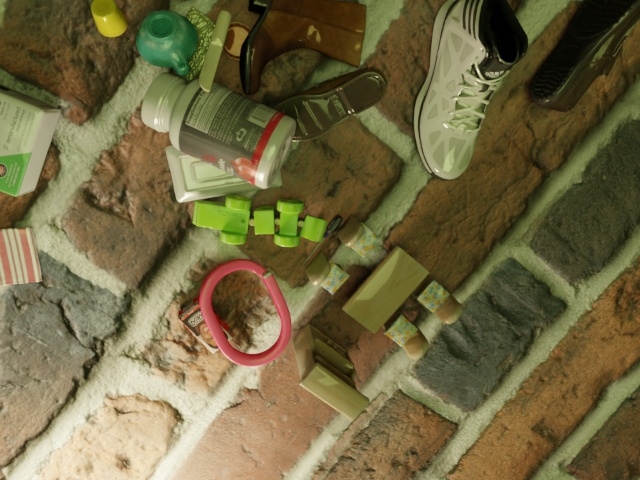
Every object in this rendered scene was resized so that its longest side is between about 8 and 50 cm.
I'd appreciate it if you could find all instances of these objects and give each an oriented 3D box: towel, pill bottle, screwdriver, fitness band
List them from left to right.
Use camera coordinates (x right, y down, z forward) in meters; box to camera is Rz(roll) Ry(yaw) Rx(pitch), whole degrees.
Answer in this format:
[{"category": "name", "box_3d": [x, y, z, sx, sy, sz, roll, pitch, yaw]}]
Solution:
[{"category": "towel", "box_3d": [-0.797, 0.040, 1.295, 0.197, 0.029, 0.144, -5, 106, -9]}, {"category": "towel", "box_3d": [-0.297, -0.450, 1.225, 0.110, 0.027, 0.148, 40, 99, -11]}, {"category": "pill bottle", "box_3d": [-0.231, -0.259, 1.202, 0.318, 0.176, 0.176, 25, 101, 1]}, {"category": "fitness band", "box_3d": [-0.193, 0.191, 1.384, 0.209, 0.054, 0.291, -26, 103, -14]}, {"category": "screwdriver", "box_3d": [0.000, 0.000, 1.406, 0.025, 0.024, 0.170, 46, 103, 13]}]

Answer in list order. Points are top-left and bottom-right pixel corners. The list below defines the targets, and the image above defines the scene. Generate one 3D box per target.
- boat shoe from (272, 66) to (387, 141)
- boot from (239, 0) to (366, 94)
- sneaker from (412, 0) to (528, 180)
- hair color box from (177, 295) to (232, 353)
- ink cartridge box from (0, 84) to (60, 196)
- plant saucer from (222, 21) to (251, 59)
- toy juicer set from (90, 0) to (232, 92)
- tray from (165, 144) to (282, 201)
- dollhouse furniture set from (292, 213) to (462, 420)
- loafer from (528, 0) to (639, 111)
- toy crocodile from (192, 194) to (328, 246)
[{"category": "boat shoe", "box_3d": [0.015, -0.326, 1.274, 0.307, 0.104, 0.111, -15, 117, 13]}, {"category": "boot", "box_3d": [-0.041, -0.453, 1.246, 0.280, 0.096, 0.264, 8, 94, -20]}, {"category": "sneaker", "box_3d": [0.339, -0.349, 1.232, 0.169, 0.257, 0.447, 1, 105, -9]}, {"category": "hair color box", "box_3d": [-0.305, 0.224, 1.407, 0.072, 0.043, 0.141, -40, 108, 2]}, {"category": "ink cartridge box", "box_3d": [-0.768, -0.250, 1.168, 0.289, 0.121, 0.211, 21, 101, -13]}, {"category": "plant saucer", "box_3d": [-0.196, -0.470, 1.248, 0.083, 0.013, 0.083, -2, 106, -7]}, {"category": "toy juicer set", "box_3d": [-0.317, -0.475, 1.167, 0.329, 0.089, 0.209, 33, 78, 5]}, {"category": "tray", "box_3d": [-0.237, -0.182, 1.313, 0.270, 0.030, 0.145, -10, 107, -5]}, {"category": "dollhouse furniture set", "box_3d": [0.120, 0.206, 1.353, 0.362, 0.256, 0.394, 38, 97, -16]}, {"category": "loafer", "box_3d": [0.682, -0.482, 1.329, 0.130, 0.134, 0.366, 25, 112, -37]}, {"category": "toy crocodile", "box_3d": [-0.149, -0.053, 1.332, 0.340, 0.105, 0.115, 4, 105, -5]}]
